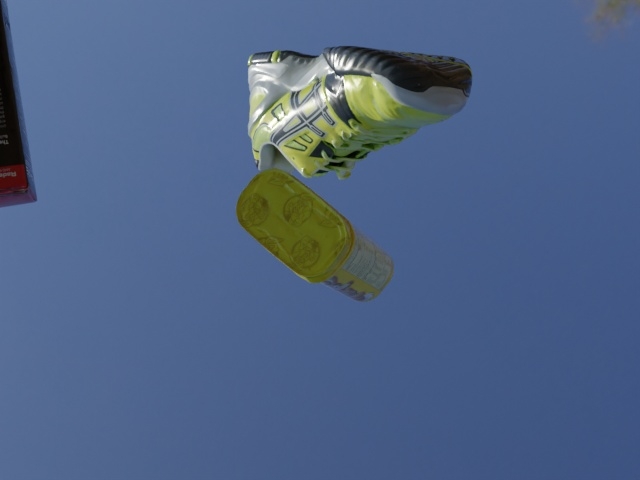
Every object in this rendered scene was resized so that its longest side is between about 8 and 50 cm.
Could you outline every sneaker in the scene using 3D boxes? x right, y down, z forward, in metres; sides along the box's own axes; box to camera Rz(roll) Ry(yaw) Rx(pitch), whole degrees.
[{"bbox_3d":[0.040,-0.140,1.358,0.145,0.385,0.147,3,-87,-28],"label":"sneaker"}]

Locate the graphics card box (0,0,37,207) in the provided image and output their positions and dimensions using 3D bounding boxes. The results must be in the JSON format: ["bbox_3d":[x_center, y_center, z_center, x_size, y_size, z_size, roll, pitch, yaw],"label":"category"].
[{"bbox_3d":[-0.464,-0.206,1.362,0.233,0.094,0.371,-10,-97,-7],"label":"graphics card box"}]

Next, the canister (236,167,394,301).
[{"bbox_3d":[0.000,0.000,1.242,0.126,0.170,0.073,39,-87,24],"label":"canister"}]
